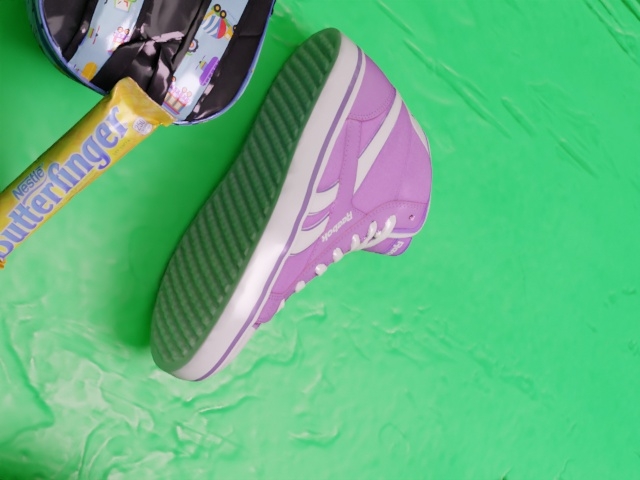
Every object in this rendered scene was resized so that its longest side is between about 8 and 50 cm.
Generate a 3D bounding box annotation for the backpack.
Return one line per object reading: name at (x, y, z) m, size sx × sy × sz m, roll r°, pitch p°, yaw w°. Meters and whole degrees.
backpack at (-0.107, -0.159, 0.558) m, size 0.158 × 0.117 × 0.173 m, roll 24°, pitch 76°, yaw -35°

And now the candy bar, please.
candy bar at (-0.154, -0.036, 0.529) m, size 0.161 × 0.018 × 0.040 m, roll -37°, pitch 131°, yaw 19°

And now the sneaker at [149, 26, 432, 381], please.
sneaker at (0.001, 0.000, 0.656) m, size 0.161 × 0.102 × 0.282 m, roll 42°, pitch 67°, yaw -33°
